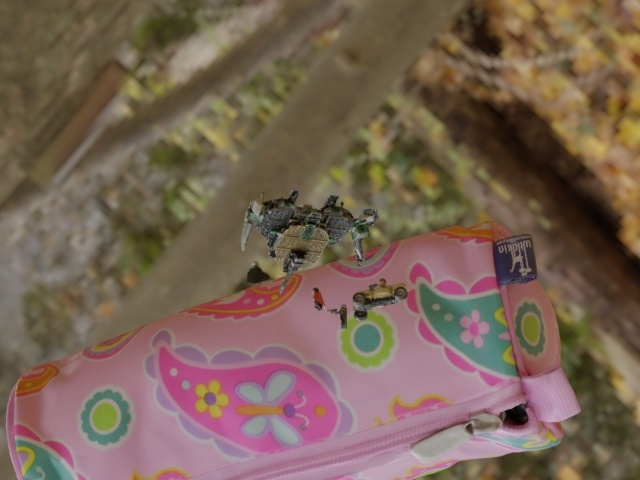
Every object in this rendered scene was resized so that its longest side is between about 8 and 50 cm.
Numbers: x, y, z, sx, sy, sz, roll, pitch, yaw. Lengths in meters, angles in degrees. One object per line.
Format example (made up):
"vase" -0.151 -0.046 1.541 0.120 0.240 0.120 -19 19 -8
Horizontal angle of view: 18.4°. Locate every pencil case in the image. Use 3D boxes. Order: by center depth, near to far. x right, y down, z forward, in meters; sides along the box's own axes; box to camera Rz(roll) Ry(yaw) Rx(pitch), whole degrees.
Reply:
"pencil case" -0.013 0.082 1.002 0.124 0.284 0.124 -17 -90 -78

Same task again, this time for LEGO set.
"LEGO set" -0.002 0.001 0.720 0.083 0.054 0.023 67 -168 -52
